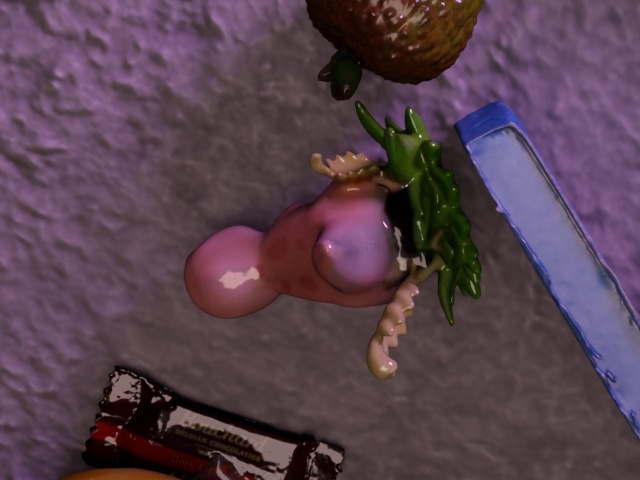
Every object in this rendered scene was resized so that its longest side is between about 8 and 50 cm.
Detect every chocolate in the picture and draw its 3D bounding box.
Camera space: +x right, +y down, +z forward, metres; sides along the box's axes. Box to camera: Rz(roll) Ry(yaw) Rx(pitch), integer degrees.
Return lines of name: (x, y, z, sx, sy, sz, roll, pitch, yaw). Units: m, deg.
chocolate: (-0.076, 0.155, 1.212, 0.182, 0.028, 0.086, 22, 102, 3)

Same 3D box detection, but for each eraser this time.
eraser: (0.183, 0.051, 1.096, 0.043, 0.144, 0.312, -31, 97, 7)

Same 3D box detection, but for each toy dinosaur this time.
toy dinosaur: (-0.002, -0.006, 1.105, 0.177, 0.194, 0.152, -21, 109, -10)

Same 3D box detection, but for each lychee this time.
lychee: (0.048, -0.152, 1.081, 0.114, 0.114, 0.146, 39, 93, -3)

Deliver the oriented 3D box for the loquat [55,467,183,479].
loquat: (-0.143, 0.266, 1.146, 0.235, 0.235, 0.235, 2, 103, 7)
